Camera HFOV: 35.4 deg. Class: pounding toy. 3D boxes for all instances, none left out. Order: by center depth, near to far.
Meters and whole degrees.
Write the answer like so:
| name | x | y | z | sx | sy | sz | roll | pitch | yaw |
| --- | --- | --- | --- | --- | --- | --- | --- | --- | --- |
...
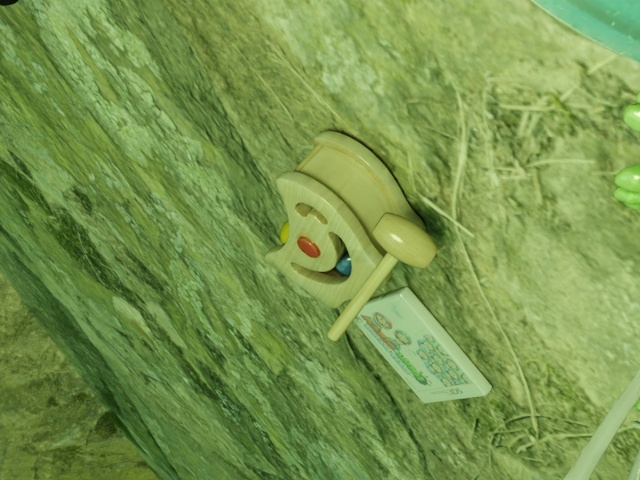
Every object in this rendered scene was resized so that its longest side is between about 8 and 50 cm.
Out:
| name | x | y | z | sx | sy | sz | roll | pitch | yaw |
| --- | --- | --- | --- | --- | --- | --- | --- | --- | --- |
| pounding toy | 0.000 | 0.000 | 1.027 | 0.154 | 0.155 | 0.269 | 44 | 155 | -6 |

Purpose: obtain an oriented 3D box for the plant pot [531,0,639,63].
| name | x | y | z | sx | sy | sz | roll | pitch | yaw |
| --- | --- | --- | --- | --- | --- | --- | --- | --- | --- |
| plant pot | 0.174 | -0.225 | 0.294 | 0.271 | 0.271 | 0.255 | 45 | 148 | 1 |

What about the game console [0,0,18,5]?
| name | x | y | z | sx | sy | sz | roll | pitch | yaw |
| --- | --- | --- | --- | --- | --- | --- | --- | --- | --- |
| game console | -0.401 | -0.383 | 0.972 | 0.250 | 0.173 | 0.293 | -13 | 98 | 61 |

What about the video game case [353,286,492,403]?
| name | x | y | z | sx | sy | sz | roll | pitch | yaw |
| --- | --- | --- | --- | --- | --- | --- | --- | --- | --- |
| video game case | 0.114 | 0.129 | 1.198 | 0.157 | 0.019 | 0.143 | 50 | 154 | -7 |

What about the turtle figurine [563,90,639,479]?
| name | x | y | z | sx | sy | sz | roll | pitch | yaw |
| --- | --- | --- | --- | --- | --- | --- | --- | --- | --- |
| turtle figurine | 0.217 | 0.048 | 0.614 | 0.274 | 0.266 | 0.197 | -30 | 139 | 29 |
